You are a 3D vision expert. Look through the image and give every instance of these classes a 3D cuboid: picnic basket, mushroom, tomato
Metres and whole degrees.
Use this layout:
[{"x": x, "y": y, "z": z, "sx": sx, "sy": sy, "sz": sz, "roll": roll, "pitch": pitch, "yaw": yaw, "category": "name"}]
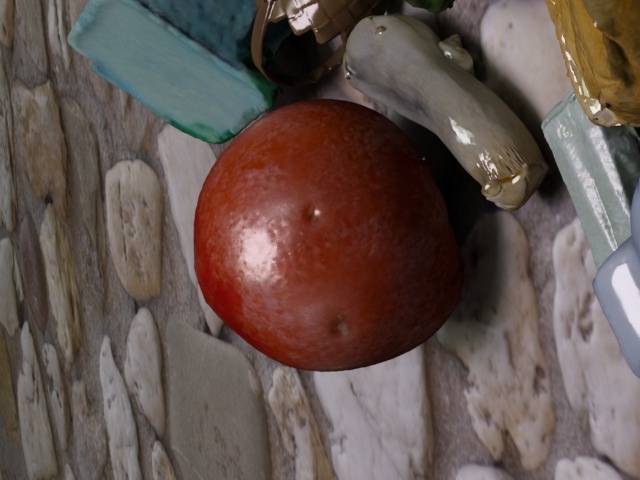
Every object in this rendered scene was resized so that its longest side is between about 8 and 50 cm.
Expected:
[{"x": -0.004, "y": -0.229, "z": 1.587, "sx": 0.138, "sy": 0.128, "sz": 0.178, "roll": 49, "pitch": 130, "yaw": 43, "category": "picnic basket"}, {"x": 0.108, "y": -0.125, "z": 1.445, "sx": 0.278, "sy": 0.099, "sz": 0.096, "roll": 47, "pitch": 146, "yaw": 43, "category": "mushroom"}, {"x": 0.000, "y": 0.000, "z": 1.526, "sx": 0.265, "sy": 0.265, "sz": 0.264, "roll": 37, "pitch": 133, "yaw": 55, "category": "tomato"}]

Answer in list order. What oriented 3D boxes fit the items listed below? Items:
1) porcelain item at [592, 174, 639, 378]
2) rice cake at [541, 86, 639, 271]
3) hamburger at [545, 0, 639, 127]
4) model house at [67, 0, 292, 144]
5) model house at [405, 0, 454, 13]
[{"x": 0.309, "y": -0.050, "z": 0.878, "sx": 0.178, "sy": 0.242, "sz": 0.405, "roll": 49, "pitch": 150, "yaw": 8, "category": "porcelain item"}, {"x": 0.239, "y": -0.017, "z": 1.272, "sx": 0.085, "sy": 0.040, "sz": 0.226, "roll": -47, "pitch": 58, "yaw": 60, "category": "rice cake"}, {"x": 0.208, "y": -0.201, "z": 1.056, "sx": 0.283, "sy": 0.145, "sz": 0.259, "roll": -88, "pitch": -22, "yaw": -84, "category": "hamburger"}, {"x": -0.114, "y": -0.283, "z": 1.769, "sx": 0.230, "sy": 0.248, "sz": 0.280, "roll": 35, "pitch": 162, "yaw": -12, "category": "model house"}, {"x": 0.043, "y": -0.388, "z": 1.316, "sx": 0.321, "sy": 0.261, "sz": 0.266, "roll": 33, "pitch": 119, "yaw": 4, "category": "model house"}]
